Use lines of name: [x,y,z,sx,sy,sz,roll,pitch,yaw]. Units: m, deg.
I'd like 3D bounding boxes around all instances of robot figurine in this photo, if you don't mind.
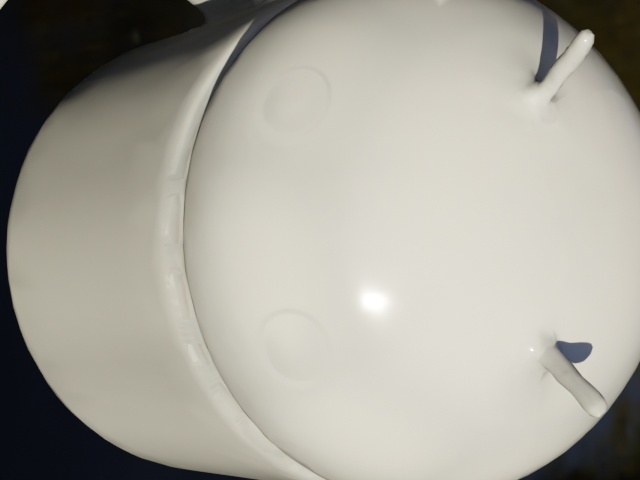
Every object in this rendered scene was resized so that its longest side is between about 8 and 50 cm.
robot figurine: [0.000,0.000,0.719,0.200,0.353,0.299,-16,96,-30]

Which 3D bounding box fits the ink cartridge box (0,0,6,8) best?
ink cartridge box: [-0.126,-0.112,0.570,0.061,0.104,0.181,38,1,-25]
